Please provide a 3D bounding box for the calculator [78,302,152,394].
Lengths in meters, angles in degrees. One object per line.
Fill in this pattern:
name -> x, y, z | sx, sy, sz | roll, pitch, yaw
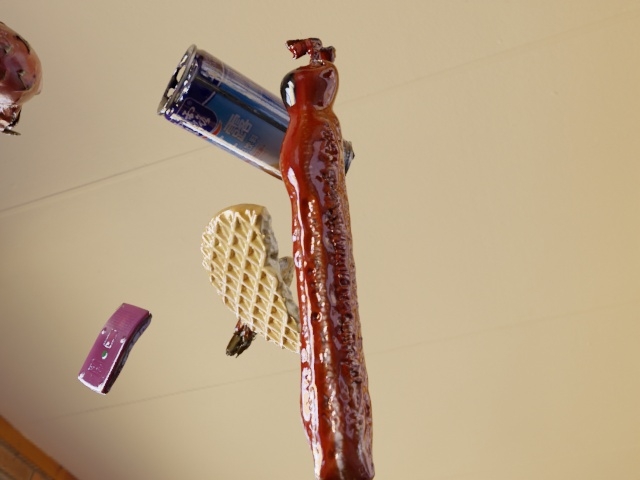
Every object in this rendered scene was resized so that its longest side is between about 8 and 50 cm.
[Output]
calculator -> -0.444, 0.226, 1.061 | 0.127, 0.190, 0.034 | 7, -28, 39

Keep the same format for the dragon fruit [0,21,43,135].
dragon fruit -> -0.395, -0.197, 0.622 | 0.094, 0.094, 0.190 | 11, -27, -14

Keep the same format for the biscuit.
biscuit -> -0.128, 0.073, 0.882 | 0.205, 0.040, 0.308 | 8, -53, 36

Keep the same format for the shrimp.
shrimp -> -0.134, 0.148, 1.128 | 0.061, 0.267, 0.145 | 32, -17, 12

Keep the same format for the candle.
candle -> 0.000, 0.000, 0.359 | 0.051, 0.329, 0.048 | -6, -16, 6

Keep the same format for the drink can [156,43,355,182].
drink can -> -0.075, -0.140, 0.624 | 0.235, 0.097, 0.097 | 25, -62, -29
